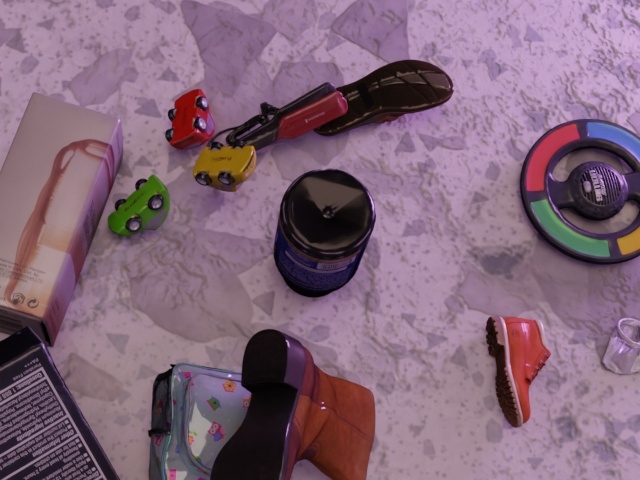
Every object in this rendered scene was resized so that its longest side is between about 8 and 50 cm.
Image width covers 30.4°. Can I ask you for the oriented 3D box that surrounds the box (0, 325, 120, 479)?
[{"bbox_3d":[-0.395,0.306,1.382,0.296,0.182,0.294,-30,101,-16],"label":"box"}]

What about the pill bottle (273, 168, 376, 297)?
[{"bbox_3d":[0.000,0.000,1.567,0.122,0.219,0.123,2,69,-6],"label":"pill bottle"}]

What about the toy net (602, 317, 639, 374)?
[{"bbox_3d":[0.488,0.100,1.675,0.232,0.045,0.122,-32,76,-16],"label":"toy net"}]

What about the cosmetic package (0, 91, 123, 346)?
[{"bbox_3d":[-0.371,-0.026,1.575,0.129,0.153,0.296,16,70,-2],"label":"cosmetic package"}]

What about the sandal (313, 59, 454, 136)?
[{"bbox_3d":[0.089,-0.202,1.742,0.219,0.060,0.090,-22,67,2],"label":"sandal"}]

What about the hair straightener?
[{"bbox_3d":[-0.074,-0.162,1.706,0.230,0.047,0.089,-32,33,1],"label":"hair straightener"}]

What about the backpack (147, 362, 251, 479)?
[{"bbox_3d":[-0.133,0.258,1.494,0.165,0.144,0.189,14,77,-24],"label":"backpack"}]

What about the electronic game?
[{"bbox_3d":[0.406,-0.074,1.729,0.229,0.048,0.229,2,70,-5],"label":"electronic game"}]

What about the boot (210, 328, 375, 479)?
[{"bbox_3d":[-0.024,0.272,1.457,0.096,0.280,0.264,-9,63,23],"label":"boot"}]

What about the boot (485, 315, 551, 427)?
[{"bbox_3d":[0.282,0.179,1.619,0.084,0.059,0.158,0,69,-11],"label":"boot"}]

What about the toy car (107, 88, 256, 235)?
[{"bbox_3d":[-0.201,-0.084,1.643,0.225,0.053,0.239,-44,41,1],"label":"toy car"}]
